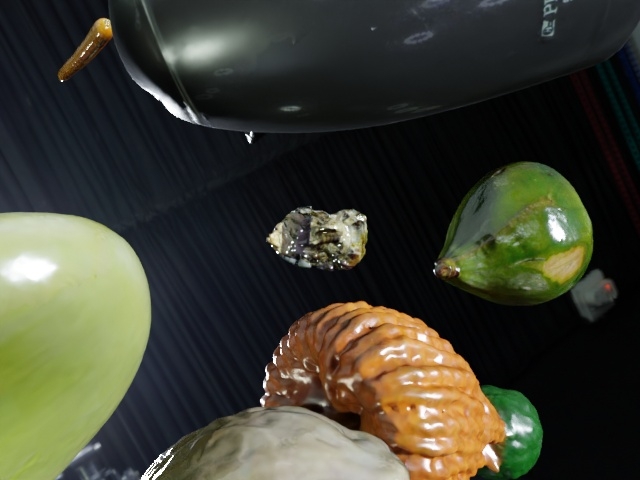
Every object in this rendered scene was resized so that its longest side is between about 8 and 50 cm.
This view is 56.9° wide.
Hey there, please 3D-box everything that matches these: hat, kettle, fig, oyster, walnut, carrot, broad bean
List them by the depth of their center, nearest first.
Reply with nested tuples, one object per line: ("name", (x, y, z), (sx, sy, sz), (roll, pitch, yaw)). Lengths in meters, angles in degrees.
("broad bean", (-0.204, 0.093, 0.314), (0.263, 0.189, 0.121), (-35, -134, -12))
("kettle", (0.006, -0.185, 0.337), (0.290, 0.268, 0.207), (-17, -131, 1))
("walnut", (-0.033, 0.189, 0.341), (0.230, 0.178, 0.178), (-45, 178, 25))
("oyster", (-0.003, -0.001, 0.484), (0.083, 0.054, 0.019), (3, -174, 6))
("hat", (0.143, 0.211, 0.783), (0.400, 0.286, 0.285), (1, 167, -38))
("fig", (0.244, 0.001, 0.799), (0.244, 0.196, 0.195), (-17, -177, -15))
("carrot", (-0.444, -0.348, 1.101), (0.190, 0.037, 0.037), (-29, -177, 33))
